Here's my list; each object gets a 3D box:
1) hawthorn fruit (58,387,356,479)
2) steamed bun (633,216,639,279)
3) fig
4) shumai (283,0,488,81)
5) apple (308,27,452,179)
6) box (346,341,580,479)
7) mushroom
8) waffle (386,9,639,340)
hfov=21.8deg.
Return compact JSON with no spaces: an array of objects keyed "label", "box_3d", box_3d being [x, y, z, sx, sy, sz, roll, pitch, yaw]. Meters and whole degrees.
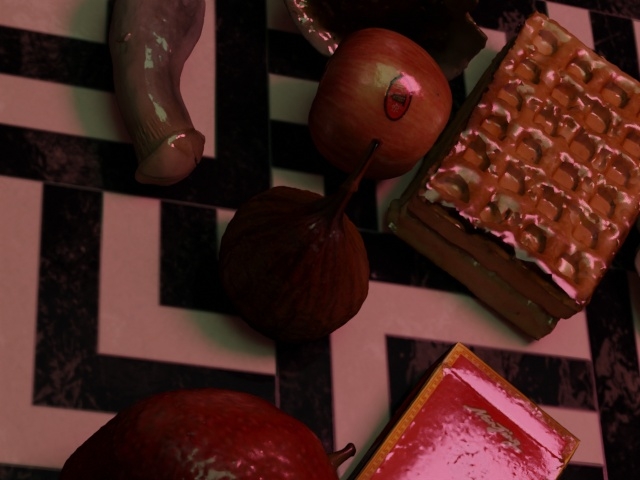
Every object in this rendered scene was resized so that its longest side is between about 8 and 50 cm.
[{"label":"hawthorn fruit","box_3d":[-0.067,0.216,1.327,0.266,0.210,0.230,-23,53,-30]},{"label":"steamed bun","box_3d":[0.431,-0.003,1.707,0.218,0.144,0.211,-1,62,-24]},{"label":"fig","box_3d":[0.000,0.000,1.491,0.146,0.201,0.134,47,46,-1]},{"label":"shumai","box_3d":[0.052,-0.319,1.715,0.330,0.292,0.288,31,91,5]},{"label":"apple","box_3d":[0.058,-0.129,1.619,0.131,0.146,0.146,26,55,-5]},{"label":"box","box_3d":[0.110,0.225,1.489,0.153,0.074,0.240,37,55,5]},{"label":"mushroom","box_3d":[-0.155,-0.156,1.579,0.092,0.081,0.223,22,51,-38]},{"label":"waffle","box_3d":[0.222,-0.070,1.691,0.213,0.091,0.308,36,53,-1]}]
